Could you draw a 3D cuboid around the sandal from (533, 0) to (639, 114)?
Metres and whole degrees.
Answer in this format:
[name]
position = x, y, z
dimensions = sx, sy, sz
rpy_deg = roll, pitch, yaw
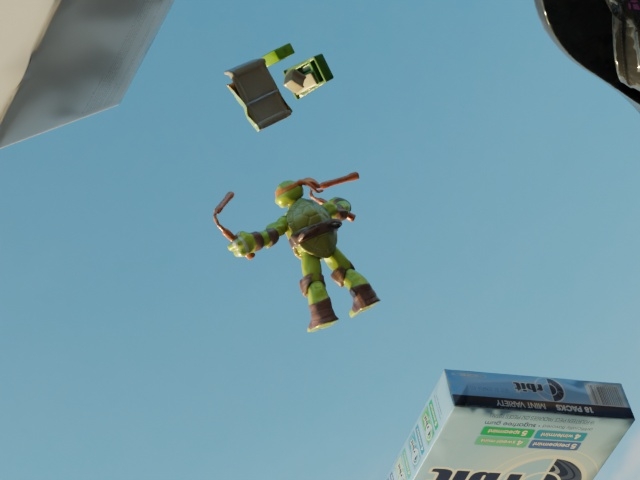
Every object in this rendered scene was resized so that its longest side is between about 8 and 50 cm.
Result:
[sandal]
position = 0.424, -0.211, 1.668
dimensions = 0.446, 0.107, 0.167
rpy_deg = 42, -96, -24

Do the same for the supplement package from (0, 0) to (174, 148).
[supplement package]
position = -0.280, -0.221, 1.321
dimensions = 0.177, 0.175, 0.293
rpy_deg = -58, -6, 20

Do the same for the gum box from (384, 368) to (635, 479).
[gum box]
position = 0.144, 0.183, 1.148
dimensions = 0.157, 0.041, 0.184
rpy_deg = 6, -47, -18

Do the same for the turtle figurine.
[turtle figurine]
position = 0.000, 0.000, 1.869
dimensions = 0.269, 0.217, 0.087
rpy_deg = -19, -11, -44

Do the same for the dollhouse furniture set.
[dollhouse furniture set]
position = -0.057, -0.171, 1.587
dimensions = 0.152, 0.058, 0.076
rpy_deg = -32, -84, -44
